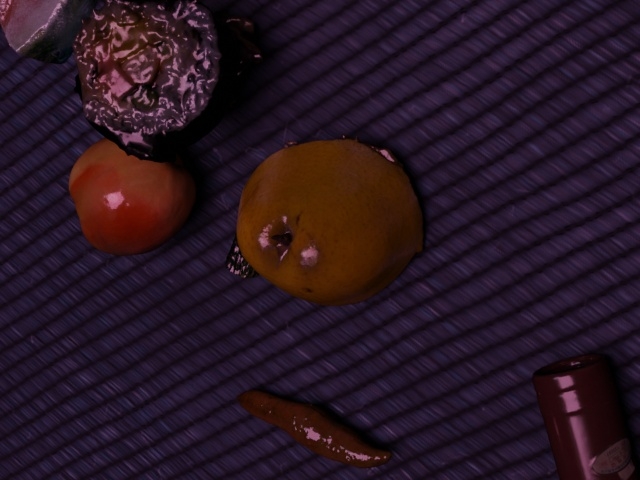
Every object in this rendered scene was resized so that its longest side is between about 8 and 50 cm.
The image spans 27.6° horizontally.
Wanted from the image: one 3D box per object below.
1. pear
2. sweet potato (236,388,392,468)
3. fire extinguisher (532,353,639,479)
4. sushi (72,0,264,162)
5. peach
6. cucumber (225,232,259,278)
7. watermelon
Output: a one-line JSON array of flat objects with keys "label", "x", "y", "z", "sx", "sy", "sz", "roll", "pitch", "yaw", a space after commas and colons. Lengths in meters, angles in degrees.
[{"label": "pear", "x": -0.002, "y": 0.001, "z": 1.726, "sx": 0.267, "sy": 0.178, "sz": 0.267, "roll": 4, "pitch": 112, "yaw": 11}, {"label": "sweet potato", "x": -0.018, "y": 0.266, "z": 1.876, "sx": 0.274, "sy": 0.067, "sz": 0.067, "roll": 22, "pitch": 109, "yaw": 29}, {"label": "fire extinguisher", "x": 0.377, "y": 0.318, "z": 1.656, "sx": 0.138, "sy": 0.102, "sz": 0.344, "roll": -15, "pitch": 92, "yaw": 27}, {"label": "sushi", "x": -0.214, "y": -0.233, "z": 1.797, "sx": 0.238, "sy": 0.219, "sz": 0.225, "roll": 25, "pitch": 100, "yaw": -3}, {"label": "peach", "x": -0.271, "y": -0.069, "z": 1.881, "sx": 0.184, "sy": 0.184, "sz": 0.184, "roll": 5, "pitch": 102, "yaw": 26}, {"label": "cucumber", "x": -0.081, "y": -0.037, "z": 1.852, "sx": 0.058, "sy": 0.058, "sz": 0.187, "roll": 33, "pitch": 113, "yaw": 18}, {"label": "watermelon", "x": -0.453, "y": -0.397, "z": 1.969, "sx": 0.241, "sy": 0.094, "sz": 0.154, "roll": 43, "pitch": 108, "yaw": 17}]
